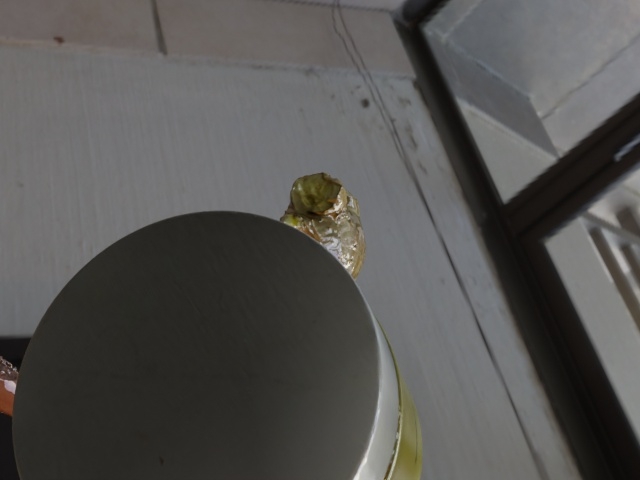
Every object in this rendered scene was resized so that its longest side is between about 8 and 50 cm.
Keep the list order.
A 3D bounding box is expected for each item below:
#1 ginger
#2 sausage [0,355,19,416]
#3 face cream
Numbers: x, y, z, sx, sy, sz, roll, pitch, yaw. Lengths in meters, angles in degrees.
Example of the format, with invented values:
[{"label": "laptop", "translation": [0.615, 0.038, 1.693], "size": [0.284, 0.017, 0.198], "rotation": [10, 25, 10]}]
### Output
[{"label": "ginger", "translation": [0.000, 0.000, 1.115], "size": [0.102, 0.157, 0.216], "rotation": [16, 177, 21]}, {"label": "sausage", "translation": [-0.516, 0.246, 1.543], "size": [0.079, 0.087, 0.326], "rotation": [-55, 134, -11]}, {"label": "face cream", "translation": [-0.052, 0.116, 0.591], "size": [0.218, 0.218, 0.179], "rotation": [-19, 152, 4]}]
